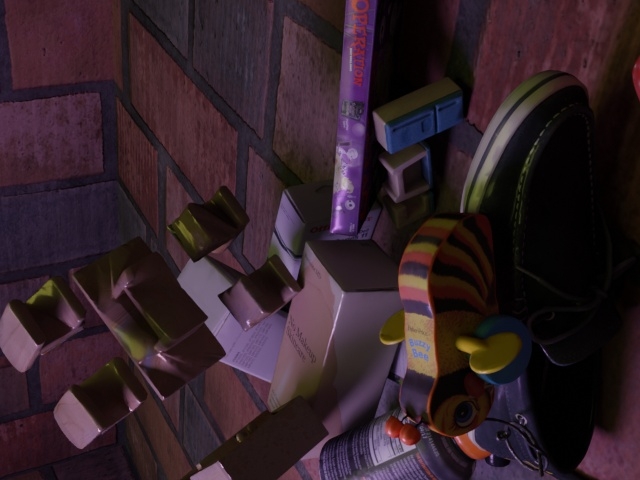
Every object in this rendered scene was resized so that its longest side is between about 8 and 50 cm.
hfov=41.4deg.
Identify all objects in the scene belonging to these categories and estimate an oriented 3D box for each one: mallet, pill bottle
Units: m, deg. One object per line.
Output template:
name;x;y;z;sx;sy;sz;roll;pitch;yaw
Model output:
mallet;0.290;0.288;1.135;0.190;0.039;0.062;3;101;58
pill bottle;0.128;0.298;1.190;0.246;0.130;0.130;-31;69;28

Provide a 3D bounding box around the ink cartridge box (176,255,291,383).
ink cartridge box;-0.102;0.163;1.543;0.131;0.306;0.226;-57;35;1

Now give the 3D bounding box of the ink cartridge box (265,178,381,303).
ink cartridge box;0.000;0.000;1.451;0.087;0.153;0.208;58;148;34

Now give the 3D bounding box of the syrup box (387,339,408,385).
syrup box;0.131;0.157;1.320;0.237;0.093;0.096;16;114;60

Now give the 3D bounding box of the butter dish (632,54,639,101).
butter dish;0.341;-0.141;0.754;0.160;0.118;0.160;69;153;17

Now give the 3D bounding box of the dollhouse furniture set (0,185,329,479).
dollhouse furniture set;-0.207;0.193;1.237;0.394;0.362;0.256;53;145;4

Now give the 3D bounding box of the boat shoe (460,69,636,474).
boat shoe;0.257;0.057;0.946;0.156;0.187;0.500;30;131;44

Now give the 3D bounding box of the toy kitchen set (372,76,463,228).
toy kitchen set;0.172;-0.081;1.160;0.166;0.122;0.207;54;165;39

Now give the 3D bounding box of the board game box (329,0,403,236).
board game box;0.069;-0.203;1.210;0.056;0.208;0.346;13;121;15

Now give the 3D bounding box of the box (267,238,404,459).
box;0.024;0.163;1.280;0.148;0.121;0.311;51;135;51

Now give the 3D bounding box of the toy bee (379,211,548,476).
toy bee;0.135;0.130;0.852;0.298;0.162;0.195;64;153;6
